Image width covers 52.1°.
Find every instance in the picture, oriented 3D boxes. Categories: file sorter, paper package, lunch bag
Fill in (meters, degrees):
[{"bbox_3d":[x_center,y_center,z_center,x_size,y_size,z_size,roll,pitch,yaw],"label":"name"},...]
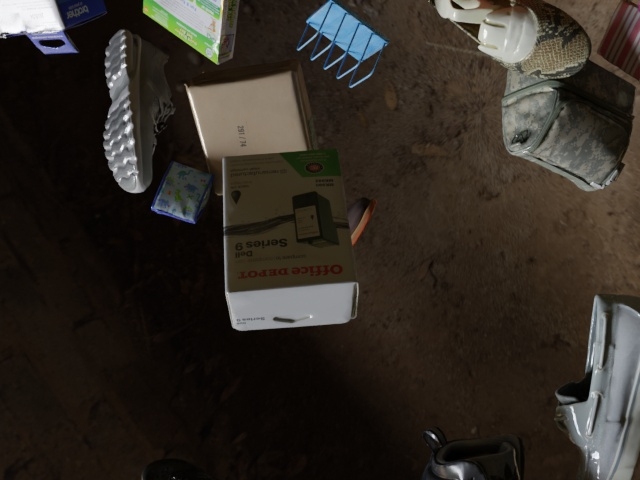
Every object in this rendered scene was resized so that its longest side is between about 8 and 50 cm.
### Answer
[{"bbox_3d":[0.048,-0.454,1.528,0.170,0.118,0.104,30,69,-23],"label":"file sorter"},{"bbox_3d":[-0.175,-0.316,1.825,0.309,0.168,0.325,-5,117,11],"label":"paper package"},{"bbox_3d":[0.596,-0.278,1.585,0.305,0.212,0.256,18,80,-27],"label":"lunch bag"},{"bbox_3d":[-0.377,-0.123,1.800,0.128,0.151,0.096,18,145,-1],"label":"lunch bag"}]

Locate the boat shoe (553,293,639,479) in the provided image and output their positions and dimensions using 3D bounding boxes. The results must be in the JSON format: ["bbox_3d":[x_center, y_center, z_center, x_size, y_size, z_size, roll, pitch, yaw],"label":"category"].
[{"bbox_3d":[0.271,0.158,0.639,0.081,0.079,0.227,13,102,15],"label":"boat shoe"}]

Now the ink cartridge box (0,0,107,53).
[{"bbox_3d":[-0.606,-0.556,1.295,0.270,0.151,0.395,4,121,23],"label":"ink cartridge box"}]

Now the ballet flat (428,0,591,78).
[{"bbox_3d":[0.382,-0.503,1.493,0.483,0.182,0.164,52,137,40],"label":"ballet flat"}]

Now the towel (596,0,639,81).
[{"bbox_3d":[0.744,-0.451,1.513,0.197,0.029,0.144,49,146,31],"label":"towel"}]

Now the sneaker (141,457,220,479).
[{"bbox_3d":[-0.133,0.280,0.720,0.170,0.089,0.051,16,72,15],"label":"sneaker"}]

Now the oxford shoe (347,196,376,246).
[{"bbox_3d":[0.000,0.000,1.280,0.098,0.097,0.271,41,115,-8],"label":"oxford shoe"}]

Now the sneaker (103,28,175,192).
[{"bbox_3d":[-0.292,-0.216,1.106,0.105,0.115,0.281,-14,74,47],"label":"sneaker"}]

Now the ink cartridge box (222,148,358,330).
[{"bbox_3d":[-0.055,-0.007,1.114,0.211,0.289,0.121,-5,144,-4],"label":"ink cartridge box"}]

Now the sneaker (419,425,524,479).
[{"bbox_3d":[0.184,0.277,0.609,0.268,0.101,0.153,19,112,48],"label":"sneaker"}]

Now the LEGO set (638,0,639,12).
[{"bbox_3d":[0.589,-0.360,1.009,0.093,0.227,0.087,-13,132,7],"label":"LEGO set"}]

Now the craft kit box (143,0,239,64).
[{"bbox_3d":[-0.279,-0.547,1.403,0.250,0.061,0.247,38,138,17],"label":"craft kit box"}]
